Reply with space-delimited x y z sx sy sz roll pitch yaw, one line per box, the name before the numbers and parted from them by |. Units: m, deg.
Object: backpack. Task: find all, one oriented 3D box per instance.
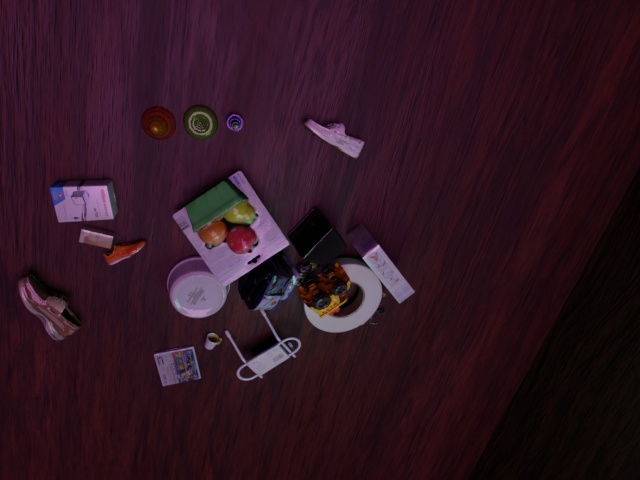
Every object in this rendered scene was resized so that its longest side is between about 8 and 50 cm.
backpack | -0.237 0.169 1.761 0.213 0.276 0.263 19 112 -36

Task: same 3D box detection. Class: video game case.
video game case | -0.689 0.606 1.965 0.183 0.023 0.201 -8 116 -11

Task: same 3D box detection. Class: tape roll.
tape roll | 0.103 0.266 1.938 0.392 0.072 0.392 -7 117 -13

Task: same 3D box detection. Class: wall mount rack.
wall mount rack | -0.286 0.513 1.978 0.350 0.130 0.304 -32 123 1

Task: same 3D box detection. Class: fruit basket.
fruit basket | -0.352 -0.045 1.620 0.327 0.165 0.353 -34 102 2

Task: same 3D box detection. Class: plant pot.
plant pot | 0.000 0.000 1.780 0.187 0.188 0.167 -46 132 8

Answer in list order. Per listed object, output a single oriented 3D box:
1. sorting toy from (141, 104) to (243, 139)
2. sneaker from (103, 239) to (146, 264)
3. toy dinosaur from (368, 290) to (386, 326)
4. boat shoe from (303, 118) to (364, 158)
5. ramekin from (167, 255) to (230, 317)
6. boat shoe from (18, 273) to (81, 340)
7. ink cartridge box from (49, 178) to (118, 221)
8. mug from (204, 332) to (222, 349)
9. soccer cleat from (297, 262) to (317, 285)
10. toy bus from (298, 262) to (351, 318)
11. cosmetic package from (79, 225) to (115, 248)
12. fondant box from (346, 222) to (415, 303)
sorting toy | -0.462 -0.418 1.474 0.365 0.126 0.127 -5 116 -12
sneaker | -0.793 0.039 1.642 0.175 0.064 0.067 -26 109 -5
toy dinosaur | 0.262 0.371 2.089 0.118 0.064 0.268 37 102 -12
boat shoe | 0.059 -0.430 1.631 0.277 0.098 0.096 22 108 -33
ramekin | -0.526 0.213 1.760 0.273 0.127 0.273 -6 117 -13
boat shoe | -1.087 0.258 1.644 0.116 0.123 0.324 -22 125 -12
ink cartridge box | -0.878 -0.150 1.516 0.190 0.082 0.140 -4 116 -12
mug | -0.515 0.488 1.936 0.078 0.062 0.064 24 115 -17
soccer cleat | -0.093 0.151 1.893 0.179 0.060 0.072 -42 109 0
toy bus | 0.047 0.239 1.794 0.220 0.149 0.211 -35 133 0
cosmetic package | -0.881 -0.013 1.603 0.115 0.041 0.060 14 110 -21
fondant box | 0.274 0.103 1.860 0.096 0.238 0.330 -39 119 6
